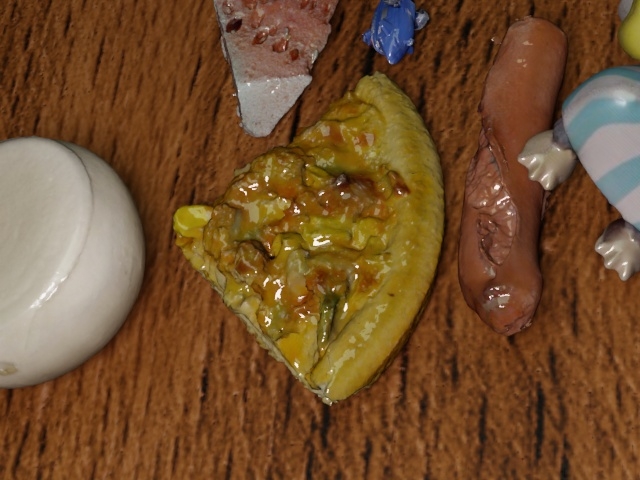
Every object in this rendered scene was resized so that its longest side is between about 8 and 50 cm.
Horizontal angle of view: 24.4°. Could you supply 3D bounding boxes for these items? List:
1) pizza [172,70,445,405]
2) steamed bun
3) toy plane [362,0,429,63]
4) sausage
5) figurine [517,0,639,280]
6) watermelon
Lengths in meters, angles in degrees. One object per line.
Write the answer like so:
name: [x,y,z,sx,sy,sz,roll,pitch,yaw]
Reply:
pizza: [0.032,-0.013,1.305,0.268,0.087,0.258,-38,56,-15]
steamed bun: [-0.254,0.028,1.319,0.231,0.145,0.232,-14,58,23]
toy plane: [0.069,-0.238,1.481,0.062,0.054,0.167,-24,47,32]
sausage: [0.166,-0.058,1.289,0.079,0.087,0.327,22,57,-17]
figurine: [0.396,-0.176,1.261,0.266,0.361,0.377,51,35,3]
watermelon: [-0.048,-0.214,1.484,0.154,0.094,0.241,0,55,5]
